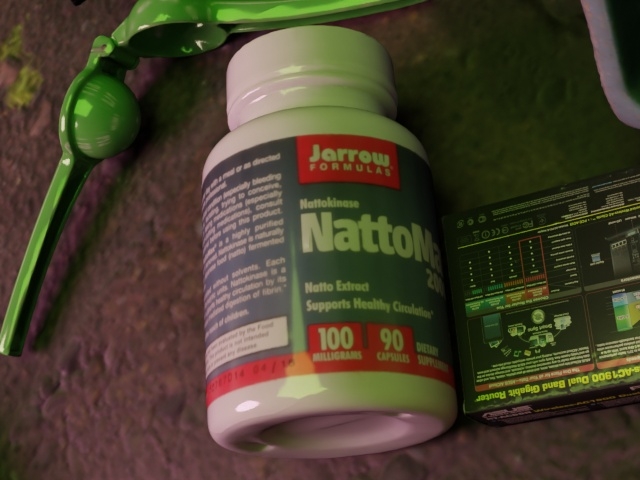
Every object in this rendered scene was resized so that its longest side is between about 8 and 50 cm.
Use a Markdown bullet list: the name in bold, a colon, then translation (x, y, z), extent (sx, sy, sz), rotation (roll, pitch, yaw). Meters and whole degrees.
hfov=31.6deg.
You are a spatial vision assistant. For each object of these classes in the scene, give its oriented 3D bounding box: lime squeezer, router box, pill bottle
- **lime squeezer**: translation (-0.091, -0.071, 0.634), extent (0.310, 0.059, 0.110), rotation (-40, 88, 10)
- **router box**: translation (0.117, 0.023, 0.478), extent (0.122, 0.038, 0.092), rotation (-15, 65, 25)
- **pill bottle**: translation (0.000, 0.000, 0.511), extent (0.108, 0.108, 0.180), rotation (-15, 66, 25)

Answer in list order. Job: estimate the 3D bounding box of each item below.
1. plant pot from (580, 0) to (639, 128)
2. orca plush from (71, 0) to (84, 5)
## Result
- **plant pot**: translation (0.238, -0.189, 0.371), extent (0.248, 0.247, 0.252), rotation (14, 63, 33)
- **orca plush**: translation (-0.013, -0.206, 0.600), extent (0.287, 0.151, 0.102), rotation (-36, 92, 4)
